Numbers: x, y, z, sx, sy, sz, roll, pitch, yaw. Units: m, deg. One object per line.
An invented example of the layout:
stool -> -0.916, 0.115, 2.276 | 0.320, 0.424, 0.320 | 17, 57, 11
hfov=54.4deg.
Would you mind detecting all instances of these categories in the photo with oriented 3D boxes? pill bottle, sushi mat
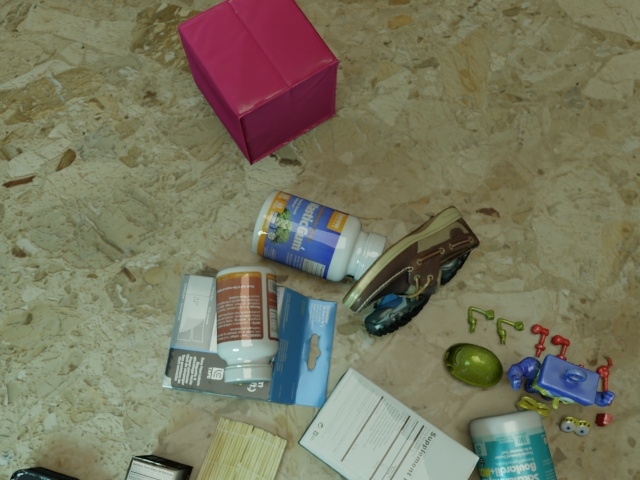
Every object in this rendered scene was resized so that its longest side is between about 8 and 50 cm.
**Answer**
pill bottle -> 0.000, 0.000, 1.361 | 0.272, 0.152, 0.152 | 18, 74, 5
pill bottle -> 0.390, 0.476, 1.225 | 0.146, 0.146, 0.264 | -9, 73, -4
sushi mat -> -0.190, 0.531, 1.261 | 0.151, 0.019, 0.317 | 19, 71, 5
pill bottle -> -0.143, 0.165, 1.214 | 0.121, 0.121, 0.216 | -3, 73, -2

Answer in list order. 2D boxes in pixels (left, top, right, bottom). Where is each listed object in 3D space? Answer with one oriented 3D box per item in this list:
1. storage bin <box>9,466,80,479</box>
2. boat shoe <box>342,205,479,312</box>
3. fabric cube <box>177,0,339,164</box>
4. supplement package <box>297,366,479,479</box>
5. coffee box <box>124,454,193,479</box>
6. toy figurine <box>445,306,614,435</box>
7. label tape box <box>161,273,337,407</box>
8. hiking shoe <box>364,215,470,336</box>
storage bin -> -0.563, 0.550, 1.223 | 0.122, 0.084, 0.180 | 16, 73, 4
boat shoe -> 0.194, 0.058, 1.253 | 0.342, 0.123, 0.123 | -33, 76, -32
fabric cube -> -0.132, -0.380, 1.421 | 0.259, 0.254, 0.258 | -32, 76, -10
supplement package -> 0.123, 0.410, 1.222 | 0.293, 0.177, 0.175 | 34, 73, 7
coffee box -> -0.342, 0.549, 1.198 | 0.098, 0.141, 0.247 | 15, 72, 4
toy figurine -> 0.459, 0.249, 1.258 | 0.362, 0.217, 0.191 | 24, 74, 6
label tape box -> -0.141, 0.213, 1.320 | 0.333, 0.106, 0.241 | 7, 74, 2
hiking shoe -> 0.190, 0.085, 1.372 | 0.304, 0.113, 0.132 | -40, 70, -22
